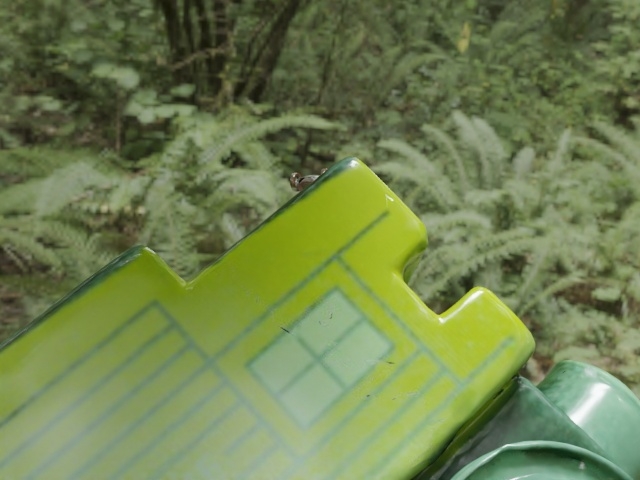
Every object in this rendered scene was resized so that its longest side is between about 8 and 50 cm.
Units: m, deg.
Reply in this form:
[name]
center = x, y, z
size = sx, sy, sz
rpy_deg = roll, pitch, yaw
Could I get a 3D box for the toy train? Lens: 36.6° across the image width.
[toy train]
center = -0.062, 0.160, 0.397
size = 0.442, 0.179, 0.272
rpy_deg = -40, 77, -20

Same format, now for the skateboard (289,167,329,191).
[skateboard]
center = 0.000, 0.000, 0.667
size = 0.032, 0.064, 0.083
rpy_deg = -8, 58, 25
